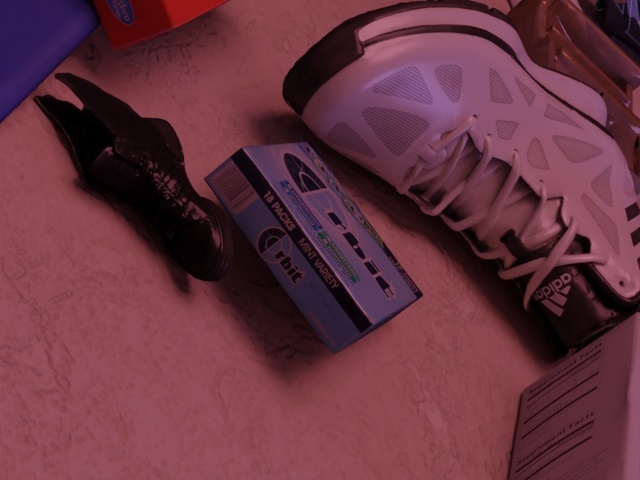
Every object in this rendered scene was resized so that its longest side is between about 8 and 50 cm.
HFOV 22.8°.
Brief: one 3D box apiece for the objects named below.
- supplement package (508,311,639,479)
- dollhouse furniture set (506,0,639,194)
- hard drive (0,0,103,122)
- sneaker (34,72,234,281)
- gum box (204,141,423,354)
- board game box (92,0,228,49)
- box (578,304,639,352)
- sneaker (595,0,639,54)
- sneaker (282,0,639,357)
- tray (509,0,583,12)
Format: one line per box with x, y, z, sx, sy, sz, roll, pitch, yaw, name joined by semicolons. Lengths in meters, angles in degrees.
0.239;0.199;1.249;0.139;0.134;0.244;42;32;-13;supplement package
0.388;-0.242;1.655;0.362;0.394;0.256;40;32;-18;dollhouse furniture set
-0.282;-0.156;1.042;0.210;0.040;0.319;44;32;-10;hard drive
-0.130;-0.043;1.114;0.089;0.051;0.170;7;47;-49;sneaker
0.000;0.000;1.195;0.157;0.041;0.184;53;15;5;gum box
-0.130;-0.333;1.212;0.242;0.064;0.317;-40;112;-52;board game box
0.344;0.133;1.407;0.181;0.182;0.119;48;30;-5;box
0.418;-0.290;2.044;0.267;0.106;0.101;58;20;-28;sneaker
0.169;-0.044;1.381;0.447;0.169;0.257;13;46;-49;sneaker
0.255;-0.348;1.950;0.145;0.030;0.270;16;45;-42;tray
